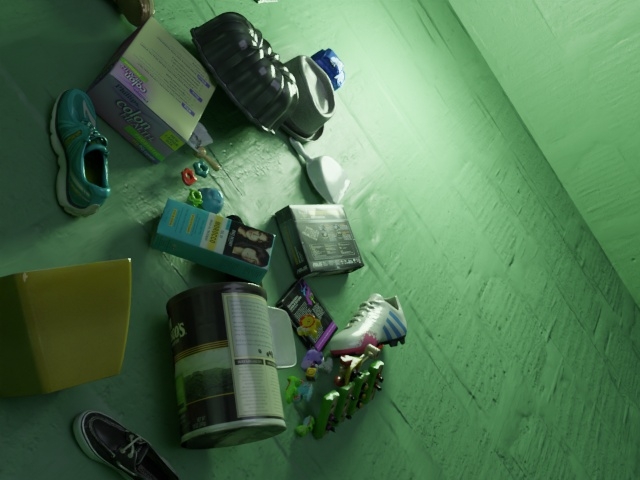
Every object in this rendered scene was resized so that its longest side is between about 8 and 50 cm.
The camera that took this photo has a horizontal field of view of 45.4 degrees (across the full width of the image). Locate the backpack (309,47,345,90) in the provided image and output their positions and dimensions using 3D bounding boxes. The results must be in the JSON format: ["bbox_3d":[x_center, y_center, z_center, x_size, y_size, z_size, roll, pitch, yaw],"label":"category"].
[{"bbox_3d":[0.022,-0.506,2.305,0.120,0.101,0.098,50,44,-22],"label":"backpack"}]

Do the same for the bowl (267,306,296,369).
[{"bbox_3d":[-0.125,0.220,1.691,0.142,0.053,0.142,13,57,-47],"label":"bowl"}]

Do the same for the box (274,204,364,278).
[{"bbox_3d":[0.000,0.000,1.983,0.231,0.056,0.183,-4,70,-52],"label":"box"}]

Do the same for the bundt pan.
[{"bbox_3d":[-0.169,-0.430,1.901,0.331,0.124,0.331,51,13,-16],"label":"bundt pan"}]

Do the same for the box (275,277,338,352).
[{"bbox_3d":[-0.031,0.185,1.849,0.162,0.029,0.116,56,36,-10],"label":"box"}]

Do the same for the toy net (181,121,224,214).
[{"bbox_3d":[-0.287,-0.171,1.760,0.122,0.045,0.232,5,62,-47],"label":"toy net"}]

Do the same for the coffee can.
[{"bbox_3d":[-0.183,0.243,1.478,0.201,0.201,0.276,14,57,-46],"label":"coffee can"}]

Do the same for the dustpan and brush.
[{"bbox_3d":[-0.009,-0.206,2.118,0.211,0.060,0.147,56,34,-19],"label":"dustpan and brush"}]

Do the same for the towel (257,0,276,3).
[{"bbox_3d":[-0.192,-0.781,2.294,0.152,0.023,0.113,59,34,-1],"label":"towel"}]

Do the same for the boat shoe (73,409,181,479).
[{"bbox_3d":[-0.330,0.367,1.331,0.219,0.070,0.078,47,38,-20],"label":"boat shoe"}]

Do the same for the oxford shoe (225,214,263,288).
[{"bbox_3d":[-0.183,0.048,1.729,0.096,0.082,0.227,53,20,-61],"label":"oxford shoe"}]

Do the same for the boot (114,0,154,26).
[{"bbox_3d":[-0.503,-0.598,1.727,0.203,0.095,0.262,-17,79,-54],"label":"boot"}]

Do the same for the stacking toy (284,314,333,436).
[{"bbox_3d":[-0.034,0.301,1.694,0.167,0.052,0.221,74,27,-45],"label":"stacking toy"}]

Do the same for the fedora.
[{"bbox_3d":[-0.049,-0.416,2.137,0.243,0.124,0.276,-5,72,-52],"label":"fedora"}]

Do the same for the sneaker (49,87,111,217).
[{"bbox_3d":[-0.456,-0.181,1.503,0.107,0.110,0.276,9,60,-48],"label":"sneaker"}]

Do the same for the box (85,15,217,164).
[{"bbox_3d":[-0.371,-0.334,1.700,0.213,0.117,0.243,42,39,-25],"label":"box"}]

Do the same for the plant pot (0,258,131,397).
[{"bbox_3d":[-0.437,0.146,1.246,0.212,0.212,0.187,-8,86,-52],"label":"plant pot"}]

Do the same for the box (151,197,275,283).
[{"bbox_3d":[-0.225,0.002,1.625,0.244,0.060,0.101,19,50,-12],"label":"box"}]

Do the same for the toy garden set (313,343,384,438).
[{"bbox_3d":[0.091,0.333,1.770,0.049,0.204,0.244,27,27,27],"label":"toy garden set"}]

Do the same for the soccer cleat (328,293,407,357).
[{"bbox_3d":[0.113,0.211,1.929,0.331,0.116,0.143,-3,84,-60],"label":"soccer cleat"}]
